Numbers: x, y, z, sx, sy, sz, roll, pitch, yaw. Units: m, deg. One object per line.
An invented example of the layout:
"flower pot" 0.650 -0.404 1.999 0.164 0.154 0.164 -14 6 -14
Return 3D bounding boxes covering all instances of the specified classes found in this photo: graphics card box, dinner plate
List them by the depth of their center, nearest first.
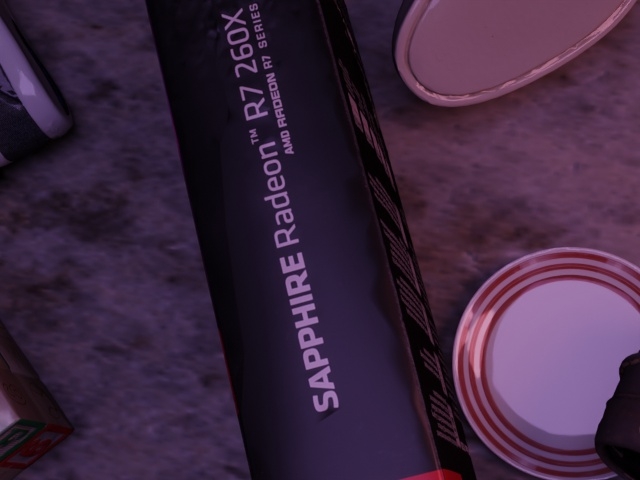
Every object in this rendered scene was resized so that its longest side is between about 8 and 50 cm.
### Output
"graphics card box" 0.000 0.000 0.679 0.094 0.233 0.371 -15 75 8
"dinner plate" 0.150 0.074 0.744 0.141 0.017 0.141 -2 77 11

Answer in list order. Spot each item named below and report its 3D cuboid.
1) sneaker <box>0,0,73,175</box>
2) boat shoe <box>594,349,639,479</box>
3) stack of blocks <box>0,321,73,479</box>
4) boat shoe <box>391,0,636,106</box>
"sneaker" -0.270 -0.135 0.842 0.121 0.079 0.217 -32 75 1
"boat shoe" 0.291 0.163 0.607 0.355 0.132 0.130 34 73 33
"stack of blocks" -0.319 0.054 0.803 0.171 0.087 0.297 -38 73 1
"boat shoe" 0.169 -0.215 0.781 0.335 0.095 0.112 -46 109 2
